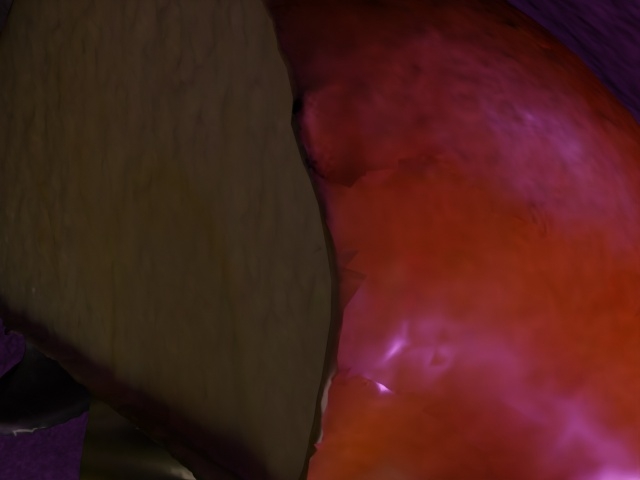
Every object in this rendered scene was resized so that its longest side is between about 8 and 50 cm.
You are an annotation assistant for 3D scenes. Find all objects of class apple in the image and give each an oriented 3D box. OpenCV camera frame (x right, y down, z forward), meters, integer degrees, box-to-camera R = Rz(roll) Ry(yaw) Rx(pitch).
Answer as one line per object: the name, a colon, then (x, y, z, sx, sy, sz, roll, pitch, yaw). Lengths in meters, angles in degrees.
apple: (0.000, 0.000, 0.633, 0.254, 0.179, 0.346, 54, 165, -24)

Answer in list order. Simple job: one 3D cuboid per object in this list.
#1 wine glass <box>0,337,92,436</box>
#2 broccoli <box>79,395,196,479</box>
wine glass: (-0.163, -0.098, 1.025, 0.309, 0.096, 0.264, 66, -156, -19)
broccoli: (0.006, 0.084, 0.900, 0.243, 0.263, 0.247, 1, 132, 26)
